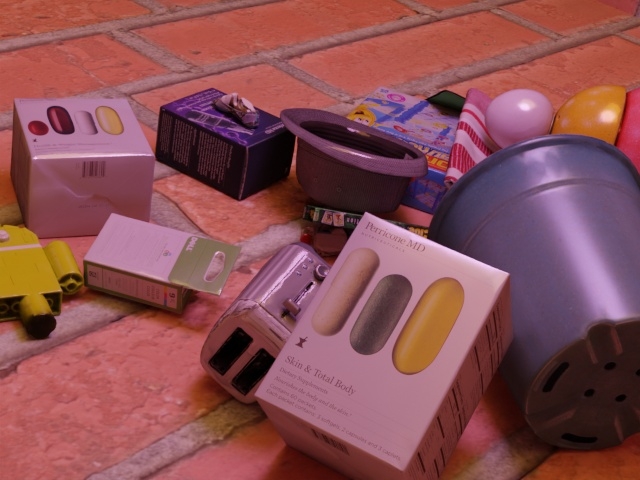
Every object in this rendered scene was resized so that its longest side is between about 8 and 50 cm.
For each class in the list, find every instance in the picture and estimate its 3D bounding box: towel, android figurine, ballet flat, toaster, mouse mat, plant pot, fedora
[{"bbox_3d":[0.331,-0.121,2.020,0.237,0.037,0.329,41,35,-14],"label":"towel"},{"bbox_3d":[-0.471,0.047,1.600,0.248,0.056,0.273,-5,36,-25],"label":"android figurine"},{"bbox_3d":[-0.147,-0.239,1.988,0.041,0.041,0.114,-19,41,-41],"label":"ballet flat"},{"bbox_3d":[-0.066,0.116,1.482,0.129,0.227,0.146,43,48,1],"label":"toaster"},{"bbox_3d":[0.285,-0.258,2.269,0.152,0.007,0.189,24,-10,-13],"label":"mouse mat"},{"bbox_3d":[0.354,0.087,1.567,0.341,0.341,0.334,2,40,-15],"label":"plant pot"},{"bbox_3d":[0.048,-0.124,1.929,0.275,0.124,0.243,24,19,23],"label":"fedora"}]

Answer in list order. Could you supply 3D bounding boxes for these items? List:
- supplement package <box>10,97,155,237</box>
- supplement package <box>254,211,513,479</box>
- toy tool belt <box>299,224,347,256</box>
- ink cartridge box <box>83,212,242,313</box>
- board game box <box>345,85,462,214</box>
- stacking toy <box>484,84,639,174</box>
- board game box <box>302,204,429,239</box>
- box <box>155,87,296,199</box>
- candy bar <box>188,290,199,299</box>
[{"bbox_3d":[-0.389,-0.121,1.816,0.194,0.149,0.203,-3,34,-23],"label":"supplement package"},{"bbox_3d":[0.086,0.149,1.354,0.199,0.198,0.263,24,70,21],"label":"supplement package"},{"bbox_3d":[0.000,0.000,1.849,0.083,0.052,0.051,3,0,-19],"label":"toy tool belt"},{"bbox_3d":[-0.231,0.039,1.648,0.209,0.062,0.109,14,43,8],"label":"ink cartridge box"},{"bbox_3d":[0.195,-0.170,2.153,0.308,0.086,0.302,19,31,14],"label":"board game box"},{"bbox_3d":[0.524,-0.167,1.972,0.479,0.351,0.351,17,31,5],"label":"stacking toy"},{"bbox_3d":[0.106,-0.023,1.863,0.259,0.030,0.136,10,4,-8],"label":"board game box"},{"bbox_3d":[-0.171,-0.178,2.025,0.207,0.108,0.153,25,32,24],"label":"box"},{"bbox_3d":[-0.258,0.057,1.689,0.161,0.018,0.040,22,32,17],"label":"candy bar"}]
